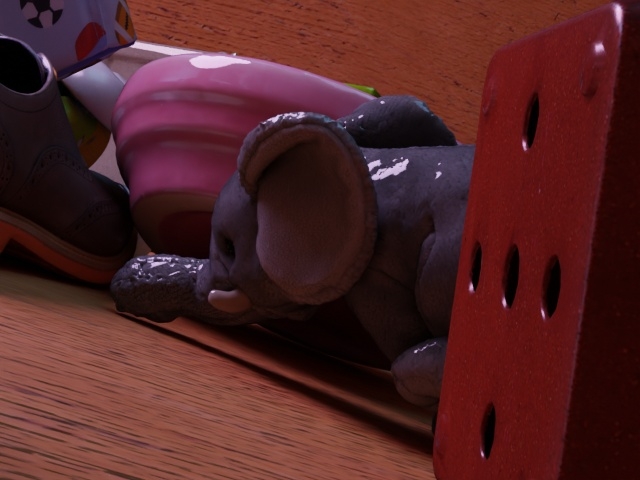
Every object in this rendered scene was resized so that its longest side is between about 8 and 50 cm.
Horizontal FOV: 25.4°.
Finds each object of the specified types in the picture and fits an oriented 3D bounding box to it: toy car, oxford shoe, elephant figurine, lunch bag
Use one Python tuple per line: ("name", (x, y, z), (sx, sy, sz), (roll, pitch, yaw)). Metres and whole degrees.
("toy car", (-0.246, -0.104, 1.218), (0.136, 0.159, 0.182), (48, 2, 2))
("oxford shoe", (-0.188, -0.054, 0.906), (0.130, 0.133, 0.363), (19, 0, 11))
("elephant figurine", (0.014, -0.007, 0.763), (0.239, 0.186, 0.169), (31, -16, 16))
("lunch bag", (-0.304, -0.152, 1.021), (0.243, 0.115, 0.303), (8, 23, 44))

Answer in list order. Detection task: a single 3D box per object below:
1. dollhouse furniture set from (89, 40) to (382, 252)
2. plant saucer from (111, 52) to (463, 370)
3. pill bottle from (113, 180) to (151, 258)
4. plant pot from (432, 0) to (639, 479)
("dollhouse furniture set", (-0.096, -0.063, 1.374), (0.301, 0.198, 0.151), (12, -16, 17))
("plant saucer", (0.000, 0.000, 0.971), (0.332, 0.084, 0.332), (21, -20, 8))
("pill bottle", (-0.189, -0.021, 1.146), (0.067, 0.067, 0.120), (20, 0, 42))
("plant pot", (0.179, 0.029, 0.515), (0.235, 0.267, 0.267), (7, 2, -7))
